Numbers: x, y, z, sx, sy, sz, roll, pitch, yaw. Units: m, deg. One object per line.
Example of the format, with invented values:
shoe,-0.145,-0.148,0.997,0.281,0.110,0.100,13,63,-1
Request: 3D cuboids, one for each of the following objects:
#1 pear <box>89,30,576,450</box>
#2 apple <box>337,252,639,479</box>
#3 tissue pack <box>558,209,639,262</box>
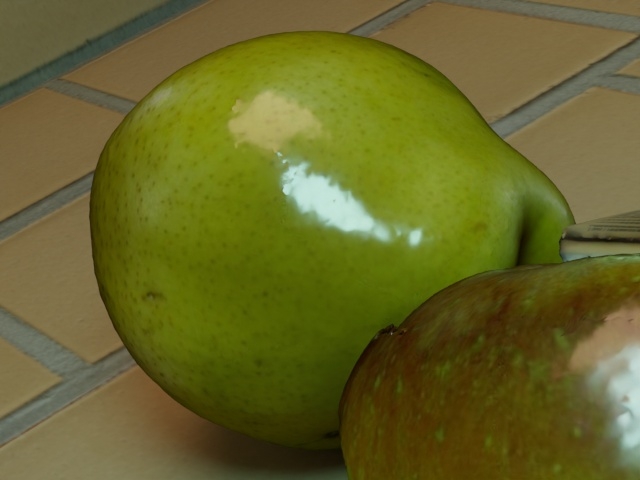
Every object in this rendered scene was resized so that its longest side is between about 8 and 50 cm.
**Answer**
pear,0.000,0.000,1.438,0.418,0.362,0.362,13,39,30
apple,0.193,0.174,0.967,0.374,0.374,0.384,-35,14,-29
tissue pack,0.349,0.089,1.189,0.305,0.239,0.238,2,33,39
